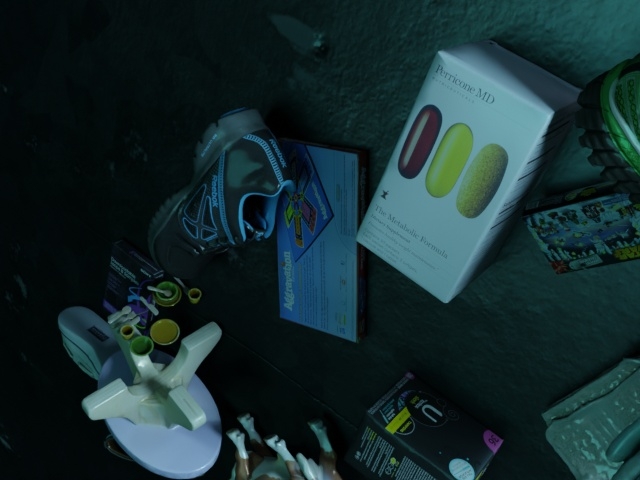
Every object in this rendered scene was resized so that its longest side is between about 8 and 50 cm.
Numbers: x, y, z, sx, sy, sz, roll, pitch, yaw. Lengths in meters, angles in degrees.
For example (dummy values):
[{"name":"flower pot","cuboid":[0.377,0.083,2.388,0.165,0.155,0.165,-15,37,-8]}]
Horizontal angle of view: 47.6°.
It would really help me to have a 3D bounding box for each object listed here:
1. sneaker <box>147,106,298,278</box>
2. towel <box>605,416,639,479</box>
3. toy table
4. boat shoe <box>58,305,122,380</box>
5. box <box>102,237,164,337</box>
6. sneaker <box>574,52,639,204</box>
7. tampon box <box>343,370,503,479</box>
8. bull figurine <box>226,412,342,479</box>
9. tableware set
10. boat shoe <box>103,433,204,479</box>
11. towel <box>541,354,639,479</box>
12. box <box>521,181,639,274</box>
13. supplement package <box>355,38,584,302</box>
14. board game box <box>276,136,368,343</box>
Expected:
[{"name":"sneaker","cuboid":[-0.150,-0.029,1.053,0.140,0.125,0.341,53,137,17]},{"name":"towel","cuboid":[0.471,0.157,0.606,0.320,0.090,0.374,24,122,-13]},{"name":"toy table","cuboid":[-0.273,0.252,1.226,0.274,0.252,0.161,33,141,19]},{"name":"boat shoe","cuboid":[-0.418,0.231,1.404,0.267,0.096,0.088,29,128,26]},{"name":"box","cuboid":[-0.346,0.091,1.334,0.116,0.029,0.162,32,123,23]},{"name":"sneaker","cuboid":[0.378,-0.028,0.625,0.343,0.134,0.146,47,151,-3]},{"name":"tampon box","cuboid":[0.139,0.283,0.984,0.161,0.120,0.101,33,126,22]},{"name":"bull figurine","cuboid":[-0.081,0.394,1.209,0.310,0.101,0.188,-11,100,40]},{"name":"tableware set","cuboid":[-0.267,0.123,1.209,0.104,0.154,0.024,43,147,18]},{"name":"boat shoe","cuboid":[-0.324,0.419,1.421,0.233,0.079,0.084,13,114,31]},{"name":"towel","cuboid":[0.402,0.271,0.829,0.282,0.049,0.187,48,130,11]},{"name":"box","cuboid":[0.300,-0.015,0.779,0.137,0.027,0.094,-16,123,40]},{"name":"supplement package","cuboid":[0.163,-0.079,0.809,0.139,0.134,0.244,35,126,20]},{"name":"board game box","cuboid":[0.000,0.000,1.035,0.145,0.027,0.281,14,116,32]}]
